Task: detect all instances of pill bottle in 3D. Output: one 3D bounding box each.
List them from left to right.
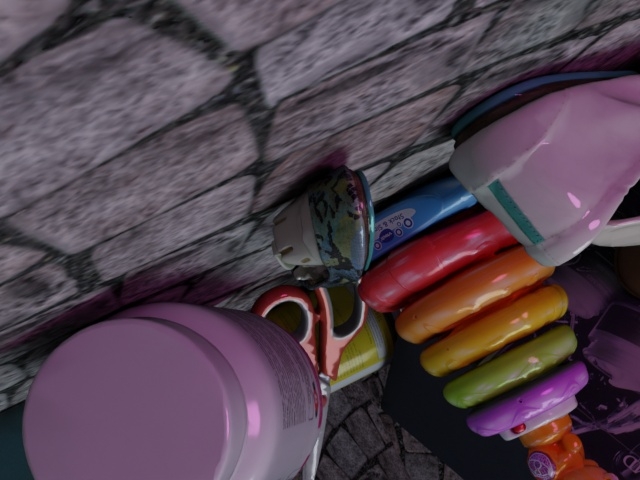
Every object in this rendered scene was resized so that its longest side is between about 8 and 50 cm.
[{"bbox_3d":[-0.097,0.125,0.888,0.160,0.160,0.283,-28,171,5],"label":"pill bottle"},{"bbox_3d":[-0.015,0.104,1.197,0.184,0.103,0.103,-25,171,-16],"label":"pill bottle"}]

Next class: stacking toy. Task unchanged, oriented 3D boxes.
[{"bbox_3d":[0.151,0.097,0.992,0.175,0.301,0.166,-33,170,37],"label":"stacking toy"}]

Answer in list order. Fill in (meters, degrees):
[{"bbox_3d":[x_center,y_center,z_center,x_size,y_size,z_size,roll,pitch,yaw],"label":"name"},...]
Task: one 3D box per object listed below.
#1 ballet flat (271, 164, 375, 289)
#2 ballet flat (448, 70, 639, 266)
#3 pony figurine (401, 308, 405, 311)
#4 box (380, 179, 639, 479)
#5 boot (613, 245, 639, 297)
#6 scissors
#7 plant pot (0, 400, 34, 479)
[{"bbox_3d":[0.000,0.000,0.786,0.070,0.070,0.188,-26,168,-5],"label":"ballet flat"},{"bbox_3d":[0.252,-0.071,0.888,0.400,0.139,0.139,-20,169,-39],"label":"ballet flat"},{"bbox_3d":[0.285,0.111,1.564,0.303,0.363,0.351,-35,-173,2],"label":"pony figurine"},{"bbox_3d":[0.292,0.132,1.180,0.312,0.343,0.179,-38,154,-30],"label":"box"},{"bbox_3d":[0.317,0.013,0.970,0.236,0.089,0.269,-5,179,29],"label":"boot"},{"bbox_3d":[0.007,0.132,1.143,0.109,0.021,0.297,-24,132,-13],"label":"scissors"},{"bbox_3d":[-0.205,0.255,1.078,0.166,0.234,0.165,-26,171,-12],"label":"plant pot"}]
